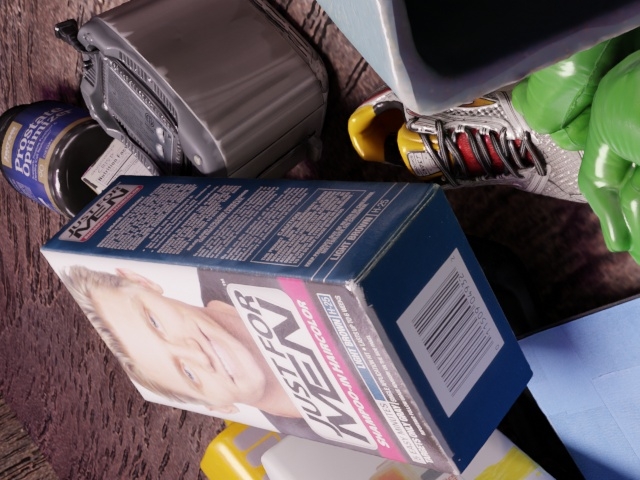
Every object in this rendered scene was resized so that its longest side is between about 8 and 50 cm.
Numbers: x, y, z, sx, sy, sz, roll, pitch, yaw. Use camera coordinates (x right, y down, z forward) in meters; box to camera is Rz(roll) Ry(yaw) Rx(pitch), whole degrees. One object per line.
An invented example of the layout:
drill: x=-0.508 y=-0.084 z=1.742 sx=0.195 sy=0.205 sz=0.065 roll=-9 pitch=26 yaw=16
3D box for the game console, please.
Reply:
game console: x=0.194 y=0.157 z=0.997 sx=0.213 sy=0.044 sz=0.361 roll=7 pitch=126 yaw=58

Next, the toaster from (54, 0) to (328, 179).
toaster: x=-0.098 y=-0.129 z=1.071 sx=0.227 sy=0.146 sz=0.129 roll=46 pitch=152 yaw=22

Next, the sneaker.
sneaker: x=0.106 y=-0.060 z=0.847 sx=0.225 sy=0.092 sz=0.088 roll=19 pitch=135 yaw=52

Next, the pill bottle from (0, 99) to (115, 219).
pill bottle: x=-0.298 y=-0.096 z=1.493 sx=0.219 sy=0.122 sz=0.123 roll=21 pitch=136 yaw=51

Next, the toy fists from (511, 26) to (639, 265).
toy fists: x=0.163 y=-0.079 z=0.643 sx=0.142 sy=0.096 sz=0.279 roll=86 pitch=164 yaw=-45

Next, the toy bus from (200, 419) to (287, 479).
toy bus: x=-0.010 y=0.256 z=1.314 sx=0.333 sy=0.130 sz=0.108 roll=48 pitch=154 yaw=12

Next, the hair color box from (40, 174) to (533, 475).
hair color box: x=-0.036 y=0.050 z=0.942 sx=0.347 sy=0.105 sz=0.174 roll=5 pitch=133 yaw=47

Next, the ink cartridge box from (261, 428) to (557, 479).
ink cartridge box: x=0.142 y=0.306 z=0.967 sx=0.384 sy=0.160 sz=0.279 roll=40 pitch=158 yaw=51

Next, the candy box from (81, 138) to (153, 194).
candy box: x=-0.111 y=-0.004 z=1.261 sx=0.233 sy=0.071 sz=0.159 roll=32 pitch=169 yaw=44

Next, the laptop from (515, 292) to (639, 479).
laptop: x=0.264 y=0.223 z=0.717 sx=0.236 sy=0.408 sz=0.382 roll=-31 pitch=92 yaw=21

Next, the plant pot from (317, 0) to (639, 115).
plant pot: x=0.069 y=-0.242 z=0.556 sx=0.252 sy=0.247 sz=0.248 roll=-131 pitch=21 yaw=-58
